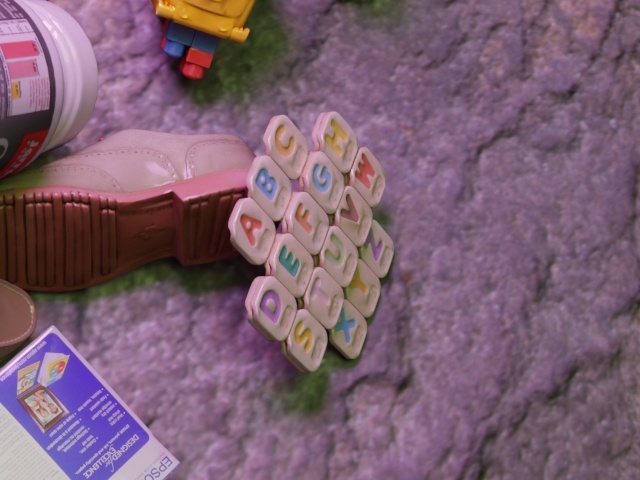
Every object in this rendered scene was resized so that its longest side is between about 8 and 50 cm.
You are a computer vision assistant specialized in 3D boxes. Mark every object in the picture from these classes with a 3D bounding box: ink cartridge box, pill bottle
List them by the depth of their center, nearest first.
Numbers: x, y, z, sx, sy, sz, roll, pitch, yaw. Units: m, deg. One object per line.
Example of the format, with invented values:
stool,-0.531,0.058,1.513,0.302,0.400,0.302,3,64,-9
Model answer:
pill bottle,-0.384,-0.150,1.445,0.210,0.210,0.363,55,25,5
ink cartridge box,-0.288,0.230,1.529,0.208,0.045,0.206,47,60,1

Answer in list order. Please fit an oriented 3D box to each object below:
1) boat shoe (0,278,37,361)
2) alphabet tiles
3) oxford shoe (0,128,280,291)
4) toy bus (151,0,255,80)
boat shoe,-0.370,0.068,1.450,0.302,0.098,0.109,13,59,-62
alphabet tiles,0.000,0.000,1.666,0.278,0.021,0.284,48,52,-41
oxford shoe,-0.249,-0.043,1.630,0.397,0.140,0.146,-4,44,-22
toy bus,-0.139,-0.305,1.747,0.149,0.220,0.211,15,105,-16
